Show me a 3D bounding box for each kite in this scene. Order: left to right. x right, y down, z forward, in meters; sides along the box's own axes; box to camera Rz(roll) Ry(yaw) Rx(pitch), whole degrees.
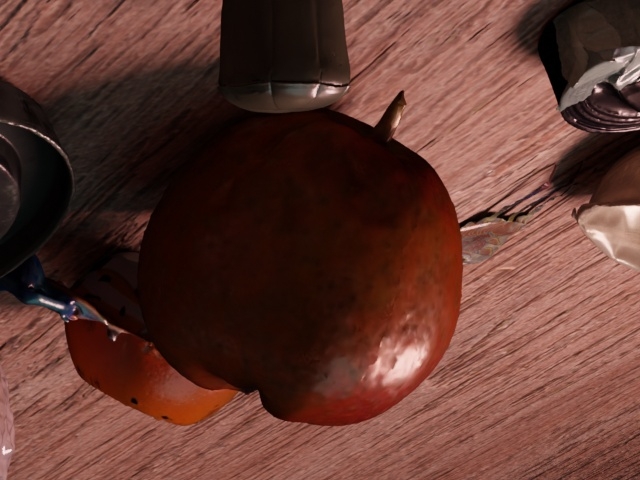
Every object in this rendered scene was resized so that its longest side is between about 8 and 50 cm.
[{"bbox_3d":[0.192,-0.022,2.084,0.127,0.016,0.229,-4,155,-42],"label":"kite"}]

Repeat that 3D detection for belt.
[{"bbox_3d":[0.275,-0.158,1.727,0.151,0.078,0.198,-29,156,28],"label":"belt"}]

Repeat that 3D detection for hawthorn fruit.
[{"bbox_3d":[0.000,0.000,1.664,0.277,0.277,0.298,5,117,-48],"label":"hawthorn fruit"}]

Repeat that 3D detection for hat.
[{"bbox_3d":[0.384,-0.076,2.040,0.226,0.164,0.219,-56,165,-17],"label":"hat"}]

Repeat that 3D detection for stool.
[{"bbox_3d":[-0.027,-0.148,1.421,0.096,0.110,0.096,0,180,0],"label":"stool"}]

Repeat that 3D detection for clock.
[{"bbox_3d":[-0.327,-0.030,1.496,0.280,0.055,0.280,-18,152,-10],"label":"clock"}]

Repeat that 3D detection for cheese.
[{"bbox_3d":[-0.178,0.076,1.789,0.329,0.217,0.129,27,88,-45],"label":"cheese"}]

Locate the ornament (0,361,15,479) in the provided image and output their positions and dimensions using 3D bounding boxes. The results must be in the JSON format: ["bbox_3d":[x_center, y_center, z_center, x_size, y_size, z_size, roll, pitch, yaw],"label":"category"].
[{"bbox_3d":[-0.390,0.157,1.668,0.259,0.259,0.225,-25,152,15],"label":"ornament"}]
